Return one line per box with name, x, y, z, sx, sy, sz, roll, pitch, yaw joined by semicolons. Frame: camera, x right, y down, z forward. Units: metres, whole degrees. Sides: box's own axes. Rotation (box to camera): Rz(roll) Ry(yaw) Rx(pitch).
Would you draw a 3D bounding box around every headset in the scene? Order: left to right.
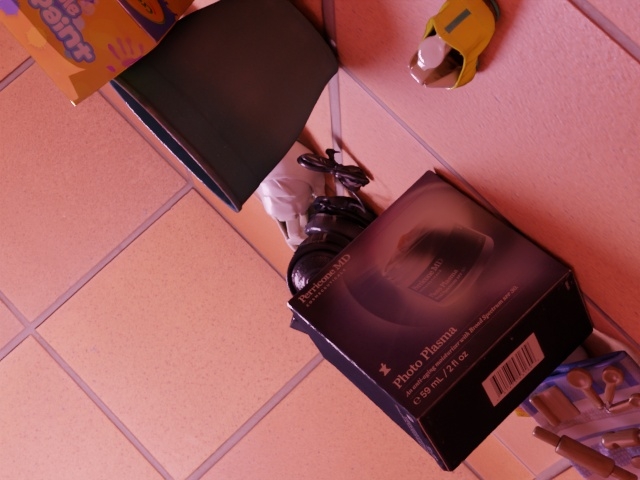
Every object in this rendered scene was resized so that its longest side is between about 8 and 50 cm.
headset;0.000;0.000;2.331;0.185;0.243;0.394;22;138;-1

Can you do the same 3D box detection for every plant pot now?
plant pot;-0.121;-0.223;1.848;0.271;0.255;0.271;46;174;6

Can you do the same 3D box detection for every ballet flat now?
ballet flat;-0.052;-0.077;2.461;0.139;0.139;0.400;43;173;22
ballet flat;0.132;-0.204;1.388;0.077;0.077;0.231;46;170;5

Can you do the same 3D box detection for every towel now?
towel;0.427;0.280;1.855;0.209;0.034;0.285;-22;117;41

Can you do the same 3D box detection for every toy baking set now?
toy baking set;0.418;0.269;1.799;0.256;0.030;0.196;30;137;3

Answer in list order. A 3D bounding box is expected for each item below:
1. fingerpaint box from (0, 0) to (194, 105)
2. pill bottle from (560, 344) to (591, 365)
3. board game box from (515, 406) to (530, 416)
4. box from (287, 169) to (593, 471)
fingerpaint box;-0.367;-0.454;1.743;0.445;0.163;0.371;50;-154;-17
pill bottle;0.369;0.222;1.945;0.208;0.117;0.117;53;169;-25
board game box;0.302;0.167;2.032;0.039;0.124;0.259;-2;146;18
box;0.166;0.107;1.827;0.294;0.296;0.182;39;168;39
